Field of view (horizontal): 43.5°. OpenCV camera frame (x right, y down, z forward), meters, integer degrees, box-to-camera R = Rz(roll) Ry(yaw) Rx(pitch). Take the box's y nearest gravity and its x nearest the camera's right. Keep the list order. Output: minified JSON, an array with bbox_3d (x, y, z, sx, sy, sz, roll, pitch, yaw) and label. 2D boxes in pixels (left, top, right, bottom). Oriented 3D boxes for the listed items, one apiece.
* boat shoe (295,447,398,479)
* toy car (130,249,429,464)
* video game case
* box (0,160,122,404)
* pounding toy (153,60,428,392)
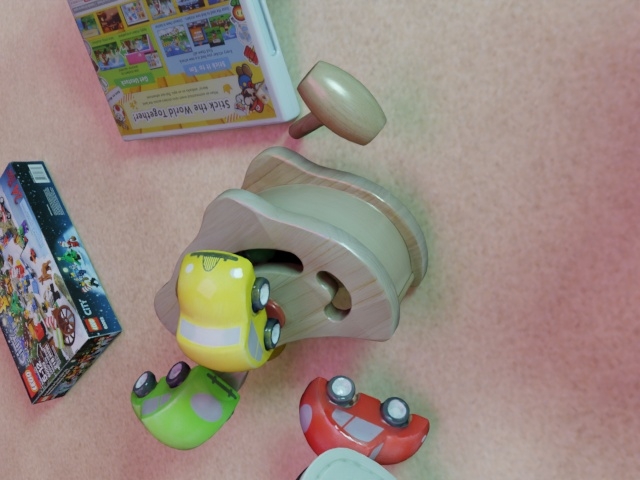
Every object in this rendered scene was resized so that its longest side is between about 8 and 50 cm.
[{"bbox_3d":[0.056,0.287,0.552,0.091,0.114,0.302,-33,83,48],"label":"boat shoe"},{"bbox_3d":[-0.068,0.121,0.602,0.225,0.053,0.239,-23,124,38],"label":"toy car"},{"bbox_3d":[-0.135,-0.192,0.692,0.227,0.026,0.206,1,117,41],"label":"video game case"},{"bbox_3d":[-0.325,0.048,0.921,0.159,0.044,0.233,-44,67,35],"label":"box"},{"bbox_3d":[0.000,0.000,0.617,0.154,0.155,0.269,38,133,-1],"label":"pounding toy"}]
